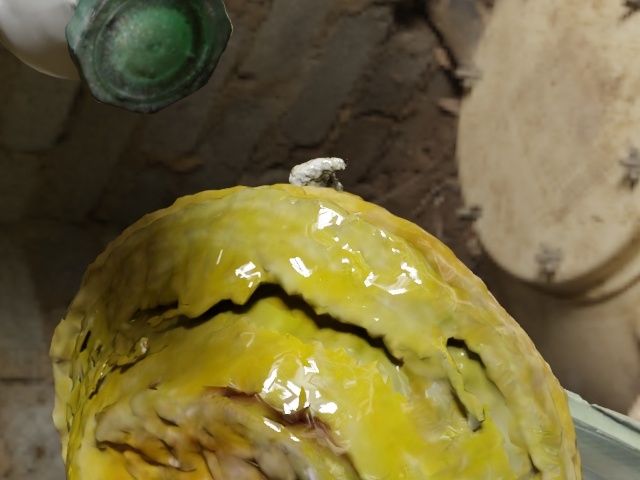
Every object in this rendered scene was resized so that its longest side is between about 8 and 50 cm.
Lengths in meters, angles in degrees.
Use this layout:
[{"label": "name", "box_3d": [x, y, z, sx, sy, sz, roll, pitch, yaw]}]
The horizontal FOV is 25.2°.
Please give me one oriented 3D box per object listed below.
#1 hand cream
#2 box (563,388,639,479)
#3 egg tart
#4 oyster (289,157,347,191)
[{"label": "hand cream", "box_3d": [-0.125, -0.159, 0.547, 0.336, 0.121, 0.076, 53, 158, 42]}, {"label": "box", "box_3d": [0.177, 0.258, 0.977, 0.220, 0.166, 0.291, 25, 104, 43]}, {"label": "egg tart", "box_3d": [-0.019, 0.119, 0.653, 0.294, 0.123, 0.294, 8, 109, 24]}, {"label": "oyster", "box_3d": [0.004, 0.001, 1.516, 0.106, 0.061, 0.200, -89, -5, -74]}]
